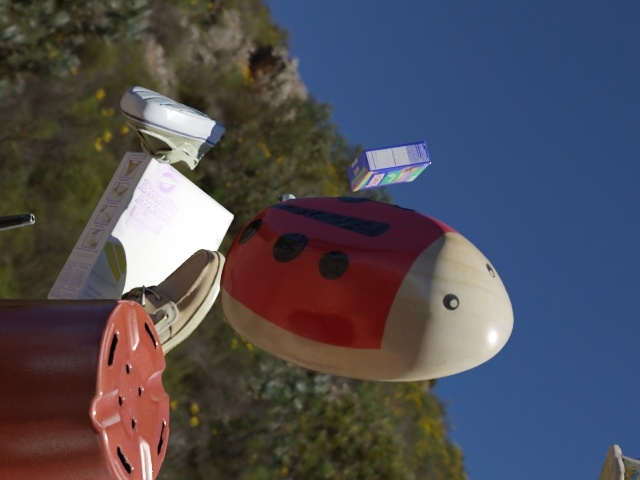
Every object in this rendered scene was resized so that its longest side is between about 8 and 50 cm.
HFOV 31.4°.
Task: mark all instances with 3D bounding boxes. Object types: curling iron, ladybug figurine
[{"bbox_3d":[-0.604,-0.003,1.898,0.035,0.274,0.068,-57,131,-80],"label":"curling iron"},{"bbox_3d":[0.045,0.047,1.543,0.449,0.305,0.161,12,-58,32],"label":"ladybug figurine"}]

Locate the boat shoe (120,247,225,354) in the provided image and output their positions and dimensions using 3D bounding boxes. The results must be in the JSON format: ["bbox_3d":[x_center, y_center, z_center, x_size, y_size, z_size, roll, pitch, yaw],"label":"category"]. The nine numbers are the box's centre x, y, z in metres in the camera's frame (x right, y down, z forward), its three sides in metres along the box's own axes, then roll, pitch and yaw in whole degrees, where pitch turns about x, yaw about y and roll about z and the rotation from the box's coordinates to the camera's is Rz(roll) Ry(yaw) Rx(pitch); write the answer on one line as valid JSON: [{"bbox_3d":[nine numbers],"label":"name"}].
[{"bbox_3d":[-0.303,0.137,2.022,0.110,0.341,0.122,45,-13,-30],"label":"boat shoe"}]

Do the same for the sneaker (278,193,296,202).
[{"bbox_3d":[0.000,0.000,2.041,0.237,0.086,0.085,55,-3,31],"label":"sneaker"}]

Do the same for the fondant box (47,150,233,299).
[{"bbox_3d":[-0.339,0.029,2.188,0.096,0.330,0.238,6,-25,45],"label":"fondant box"}]

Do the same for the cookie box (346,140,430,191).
[{"bbox_3d":[0.107,-0.117,1.800,0.092,0.107,0.040,132,-54,-68],"label":"cookie box"}]

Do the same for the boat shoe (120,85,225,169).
[{"bbox_3d":[-0.222,-0.158,1.708,0.109,0.094,0.302,28,4,14],"label":"boat shoe"}]

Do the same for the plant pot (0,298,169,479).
[{"bbox_3d":[-0.315,0.173,1.196,0.272,0.265,0.272,-5,90,-79],"label":"plant pot"}]

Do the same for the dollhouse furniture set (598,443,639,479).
[{"bbox_3d":[0.537,0.560,1.646,0.362,0.394,0.256,20,12,7],"label":"dollhouse furniture set"}]
